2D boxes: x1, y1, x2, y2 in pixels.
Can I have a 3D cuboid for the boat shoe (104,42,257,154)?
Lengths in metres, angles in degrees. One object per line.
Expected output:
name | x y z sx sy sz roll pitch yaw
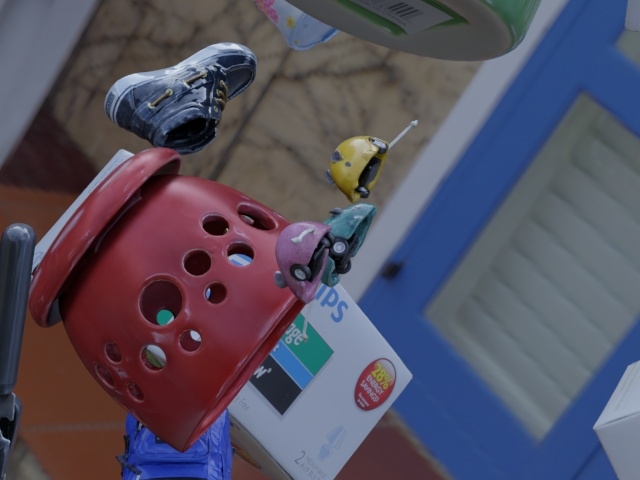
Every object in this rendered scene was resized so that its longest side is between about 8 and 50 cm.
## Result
boat shoe | -0.111 -0.129 1.499 0.083 0.065 0.183 39 43 27

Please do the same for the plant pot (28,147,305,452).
plant pot | -0.111 0.036 1.194 0.174 0.191 0.191 38 19 2

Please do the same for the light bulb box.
light bulb box | -0.135 0.109 2.059 0.361 0.225 0.358 25 -20 45

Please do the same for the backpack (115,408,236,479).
backpack | -0.125 0.193 1.328 0.098 0.101 0.120 -4 46 4

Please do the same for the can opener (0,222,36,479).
can opener | -0.324 0.115 1.535 0.076 0.283 0.095 10 9 -1

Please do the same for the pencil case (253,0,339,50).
pencil case | -0.079 -0.364 2.005 0.273 0.113 0.124 46 -20 17

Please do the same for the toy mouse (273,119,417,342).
toy mouse | 0.000 0.000 1.012 0.031 0.143 0.161 27 28 13

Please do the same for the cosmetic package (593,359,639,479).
cosmetic package | 0.425 0.284 1.535 0.365 0.155 0.197 63 26 -2

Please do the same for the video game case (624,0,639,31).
video game case | 0.308 -0.276 1.360 0.019 0.157 0.143 22 39 27

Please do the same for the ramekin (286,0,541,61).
ramekin | 0.077 -0.283 1.447 0.303 0.148 0.303 19 -9 3
